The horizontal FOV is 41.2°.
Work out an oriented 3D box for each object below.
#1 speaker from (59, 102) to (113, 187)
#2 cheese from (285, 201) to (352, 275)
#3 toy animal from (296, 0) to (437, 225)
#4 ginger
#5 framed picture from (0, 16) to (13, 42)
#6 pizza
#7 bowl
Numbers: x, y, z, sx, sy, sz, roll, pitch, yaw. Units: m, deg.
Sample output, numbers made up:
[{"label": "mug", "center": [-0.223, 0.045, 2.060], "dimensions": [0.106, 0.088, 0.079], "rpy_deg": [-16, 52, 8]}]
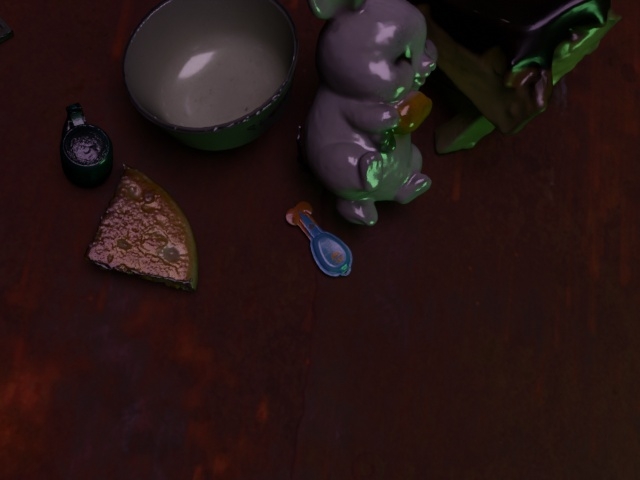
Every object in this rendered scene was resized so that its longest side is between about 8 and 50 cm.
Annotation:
[{"label": "speaker", "center": [-0.285, -0.113, 1.003], "dimensions": [0.060, 0.075, 0.094], "rpy_deg": [-36, 84, -21]}, {"label": "cheese", "center": [0.000, 0.000, 1.071], "dimensions": [0.047, 0.017, 0.111], "rpy_deg": [-36, 84, -24]}, {"label": "toy animal", "center": [0.052, -0.191, 1.008], "dimensions": [0.208, 0.154, 0.325], "rpy_deg": [-41, 127, -37]}, {"label": "ginger", "center": [0.240, -0.321, 1.152], "dimensions": [0.359, 0.211, 0.413], "rpy_deg": [17, 63, 28]}, {"label": "framed picture", "center": [-0.526, -0.251, 1.018], "dimensions": [0.250, 0.016, 0.184], "rpy_deg": [-41, 87, -21]}, {"label": "pizza", "center": [-0.214, -0.001, 1.005], "dimensions": [0.131, 0.041, 0.178], "rpy_deg": [-40, 86, -24]}, {"label": "bowl", "center": [-0.124, -0.196, 1.034], "dimensions": [0.212, 0.112, 0.211], "rpy_deg": [-2, 68, 5]}]
